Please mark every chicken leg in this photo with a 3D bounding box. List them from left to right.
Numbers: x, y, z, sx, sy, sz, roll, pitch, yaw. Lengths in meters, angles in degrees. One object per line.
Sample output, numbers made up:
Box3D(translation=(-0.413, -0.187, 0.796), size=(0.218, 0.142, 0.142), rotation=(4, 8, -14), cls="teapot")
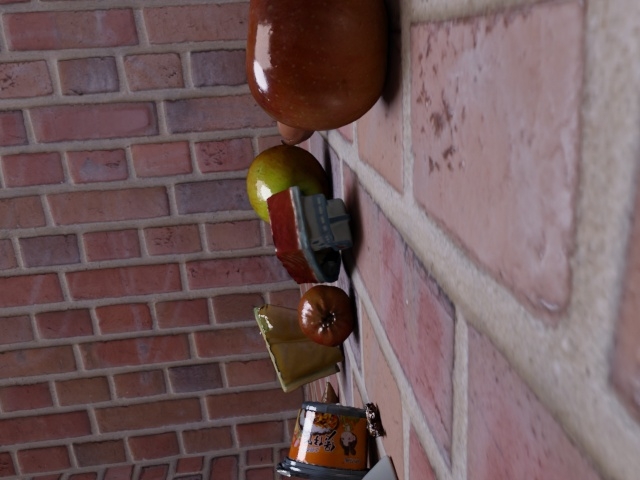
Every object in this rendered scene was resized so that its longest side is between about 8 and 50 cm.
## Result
Box3D(translation=(0.086, 0.293, 0.916), size=(0.083, 0.021, 0.036), rotation=(-107, 22, -65), cls="chicken leg")

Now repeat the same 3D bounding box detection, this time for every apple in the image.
Box3D(translation=(-0.073, -0.120, 1.317), size=(0.196, 0.196, 0.196), rotation=(175, 90, -85), cls="apple")
Box3D(translation=(-0.002, -0.224, 0.648), size=(0.201, 0.162, 0.201), rotation=(-174, 90, -83), cls="apple")

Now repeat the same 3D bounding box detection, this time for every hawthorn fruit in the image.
Box3D(translation=(0.011, 0.146, 1.115), size=(0.128, 0.128, 0.128), rotation=(175, 90, -85), cls="hawthorn fruit")

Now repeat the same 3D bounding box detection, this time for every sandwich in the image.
Box3D(translation=(-0.046, 0.234, 1.408), size=(0.108, 0.186, 0.220), rotation=(94, 153, -59), cls="sandwich")

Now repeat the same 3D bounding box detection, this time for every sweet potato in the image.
Box3D(translation=(0.027, 0.484, 1.601), size=(0.065, 0.051, 0.218), rotation=(-99, 6, -58), cls="sweet potato")

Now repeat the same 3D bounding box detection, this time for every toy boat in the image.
Box3D(translation=(0.000, 0.000, 1.077), size=(0.332, 0.133, 0.145), rotation=(64, -167, -74), cls="toy boat")

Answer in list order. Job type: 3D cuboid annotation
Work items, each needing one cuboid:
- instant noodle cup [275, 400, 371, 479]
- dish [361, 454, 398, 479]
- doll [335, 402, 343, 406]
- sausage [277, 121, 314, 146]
Box3D(translation=(0.019, 0.360, 1.036), size=(0.208, 0.177, 0.126), rotation=(32, -117, -57), cls="instant noodle cup")
Box3D(translation=(0.089, 0.431, 0.785), size=(0.234, 0.064, 0.154), rotation=(-110, 16, -66), cls="dish")
Box3D(translation=(0.039, 0.519, 1.353), size=(0.217, 0.085, 0.183), rotation=(-86, -4, -58), cls="doll")
Box3D(translation=(-0.028, -0.262, 1.084), size=(0.094, 0.094, 0.419), rotation=(59, 170, -3), cls="sausage")
